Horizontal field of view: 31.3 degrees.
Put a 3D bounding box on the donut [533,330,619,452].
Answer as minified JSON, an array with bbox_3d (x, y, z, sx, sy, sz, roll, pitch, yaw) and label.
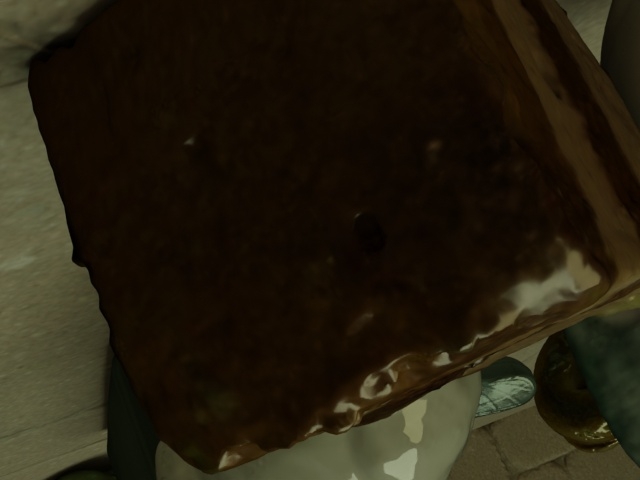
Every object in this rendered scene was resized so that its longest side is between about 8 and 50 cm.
[{"bbox_3d":[0.461,0.210,1.836,0.261,0.209,0.128,-43,146,15],"label":"donut"}]

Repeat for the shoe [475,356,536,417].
[{"bbox_3d":[0.205,0.224,1.749,0.251,0.103,0.100,-15,-150,16],"label":"shoe"}]

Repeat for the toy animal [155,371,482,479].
[{"bbox_3d":[0.002,0.170,0.776,0.257,0.194,0.358,-14,122,-30],"label":"toy animal"}]

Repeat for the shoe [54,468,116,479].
[{"bbox_3d":[-0.250,0.346,1.429,0.140,0.128,0.262,-35,133,10],"label":"shoe"}]

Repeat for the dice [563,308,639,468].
[{"bbox_3d":[0.445,0.037,1.027,0.327,0.331,0.348,-11,158,-39],"label":"dice"}]

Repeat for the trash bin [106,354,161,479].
[{"bbox_3d":[-0.102,0.217,1.046,0.158,0.223,0.343,-19,162,-13],"label":"trash bin"}]

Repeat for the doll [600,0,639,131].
[{"bbox_3d":[0.264,-0.096,0.622,0.251,0.221,0.221,-59,159,3],"label":"doll"}]

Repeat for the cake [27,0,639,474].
[{"bbox_3d":[0.042,-0.022,0.530,0.196,0.199,0.293,-33,163,23],"label":"cake"}]
